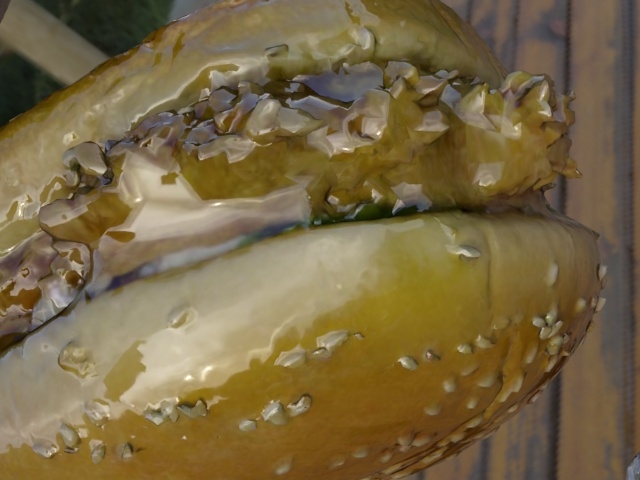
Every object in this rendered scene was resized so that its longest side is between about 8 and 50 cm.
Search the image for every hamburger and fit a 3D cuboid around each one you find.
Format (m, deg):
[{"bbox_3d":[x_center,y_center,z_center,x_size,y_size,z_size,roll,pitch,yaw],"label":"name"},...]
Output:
[{"bbox_3d":[0.000,0.000,0.763,0.287,0.445,0.268,-56,48,54],"label":"hamburger"}]

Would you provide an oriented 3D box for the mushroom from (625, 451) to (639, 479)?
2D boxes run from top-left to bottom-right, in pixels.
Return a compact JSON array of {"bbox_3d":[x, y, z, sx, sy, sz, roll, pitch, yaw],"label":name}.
[{"bbox_3d":[0.501,0.315,1.652,0.154,0.137,0.407,-28,-6,-7],"label":"mushroom"}]

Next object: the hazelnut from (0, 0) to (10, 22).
[{"bbox_3d":[-0.382,-0.287,0.931,0.402,0.402,0.429,-52,19,3],"label":"hazelnut"}]
